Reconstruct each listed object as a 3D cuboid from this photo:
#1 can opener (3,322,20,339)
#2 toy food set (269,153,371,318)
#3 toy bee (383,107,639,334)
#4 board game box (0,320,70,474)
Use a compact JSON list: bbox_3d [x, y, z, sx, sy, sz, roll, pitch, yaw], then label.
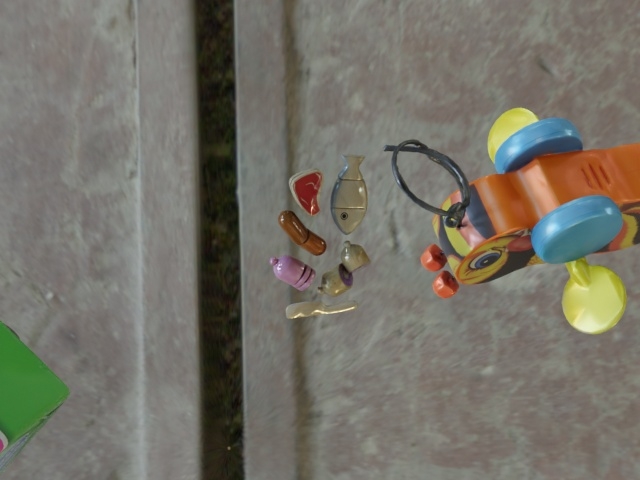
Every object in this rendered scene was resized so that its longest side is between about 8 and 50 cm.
[{"bbox_3d":[-0.213,0.021,0.510,0.186,0.073,0.059,30,106,-9],"label":"can opener"},{"bbox_3d":[0.000,0.000,0.912,0.078,0.019,0.122,-7,109,-12],"label":"toy food set"},{"bbox_3d":[0.155,-0.024,0.992,0.298,0.162,0.195,16,51,-19],"label":"toy bee"},{"bbox_3d":[-0.222,0.151,0.312,0.064,0.316,0.242,43,114,1],"label":"board game box"}]
